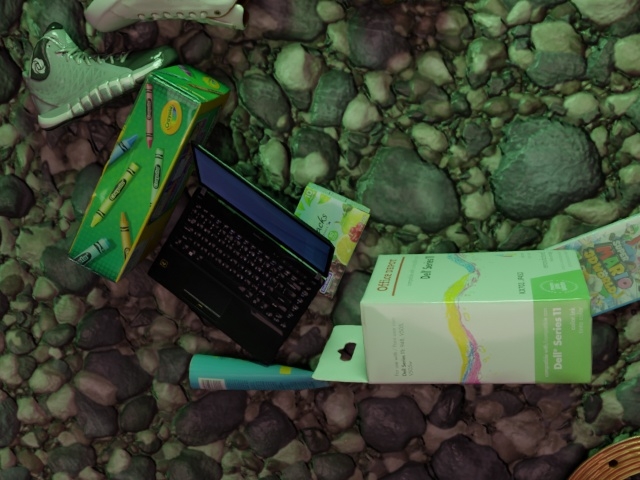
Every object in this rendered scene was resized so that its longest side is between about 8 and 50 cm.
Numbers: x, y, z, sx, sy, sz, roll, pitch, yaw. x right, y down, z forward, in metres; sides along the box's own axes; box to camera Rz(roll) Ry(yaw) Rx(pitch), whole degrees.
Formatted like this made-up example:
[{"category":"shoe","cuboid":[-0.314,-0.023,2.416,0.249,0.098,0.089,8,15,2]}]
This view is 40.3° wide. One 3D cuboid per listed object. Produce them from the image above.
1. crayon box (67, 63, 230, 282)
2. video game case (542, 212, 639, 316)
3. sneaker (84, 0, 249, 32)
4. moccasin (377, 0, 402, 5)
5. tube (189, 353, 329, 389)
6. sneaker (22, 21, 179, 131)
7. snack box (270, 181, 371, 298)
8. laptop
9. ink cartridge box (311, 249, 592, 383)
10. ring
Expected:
[{"category":"crayon box","cuboid":[-0.231,-0.096,1.192,0.081,0.165,0.279,28,107,-1]},{"category":"video game case","cuboid":[0.414,0.037,1.232,0.166,0.015,0.119,-22,102,12]},{"category":"sneaker","cuboid":[-0.169,-0.318,1.152,0.290,0.106,0.123,-21,100,11]},{"category":"moccasin","cuboid":[0.061,-0.485,1.061,0.146,0.139,0.380,-23,102,11]},{"category":"tube","cuboid":[-0.092,0.205,1.314,0.207,0.080,0.052,3,76,8]},{"category":"sneaker","cuboid":[-0.318,-0.251,1.202,0.228,0.086,0.132,-23,99,13]},{"category":"snack box","cuboid":[0.000,0.000,1.258,0.100,0.037,0.141,24,108,2]},{"category":"laptop","cuboid":[-0.120,0.028,1.202,0.234,0.136,0.264,37,111,8]},{"category":"ink cartridge box","cuboid":[0.171,0.098,1.173,0.353,0.207,0.119,-2,106,11]},{"category":"ring","cuboid":[0.518,0.439,1.326,0.336,0.032,0.337,2,105,6]}]
